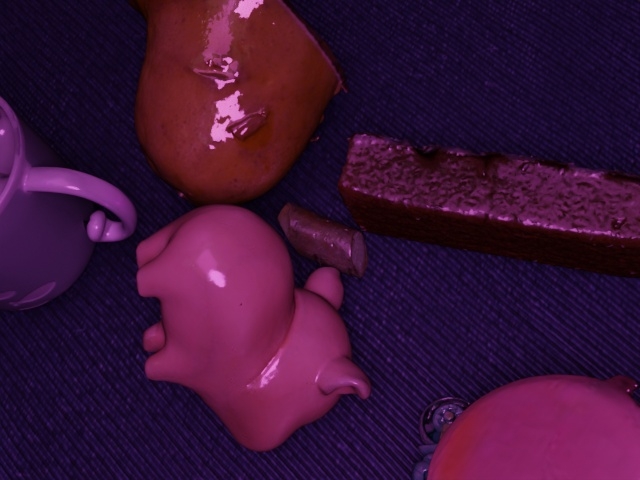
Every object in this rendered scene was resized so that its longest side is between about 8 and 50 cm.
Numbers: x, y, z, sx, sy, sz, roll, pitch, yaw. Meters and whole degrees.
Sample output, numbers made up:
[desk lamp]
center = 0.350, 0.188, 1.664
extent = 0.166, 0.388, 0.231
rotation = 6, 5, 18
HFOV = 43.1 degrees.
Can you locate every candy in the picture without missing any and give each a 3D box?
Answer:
[candy]
center = 0.233, 0.245, 0.812
extent = 0.255, 0.094, 0.255
rotation = -23, 34, 16

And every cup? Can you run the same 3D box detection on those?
[cup]
center = -0.425, -0.042, 1.147
extent = 0.357, 0.274, 0.259
rotation = 2, 69, 12

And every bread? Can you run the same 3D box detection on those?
[bread]
center = 0.241, -0.046, 1.059
extent = 0.417, 0.165, 0.113
rotation = 11, 76, 16

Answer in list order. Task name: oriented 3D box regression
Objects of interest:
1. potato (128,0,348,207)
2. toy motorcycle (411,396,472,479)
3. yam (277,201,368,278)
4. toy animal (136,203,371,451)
[potato]
center = -0.183, -0.238, 1.156
extent = 0.397, 0.290, 0.296
rotation = 40, 83, -5
[toy motorcycle]
center = 0.212, 0.302, 0.931
extent = 0.296, 0.109, 0.198
rotation = 23, 57, 33
[yam]
center = 0.000, 0.000, 1.145
extent = 0.146, 0.069, 0.069
rotation = 22, 74, 18
[toy animal]
center = -0.086, 0.103, 0.998
extent = 0.269, 0.326, 0.237
rotation = -5, 35, -6
